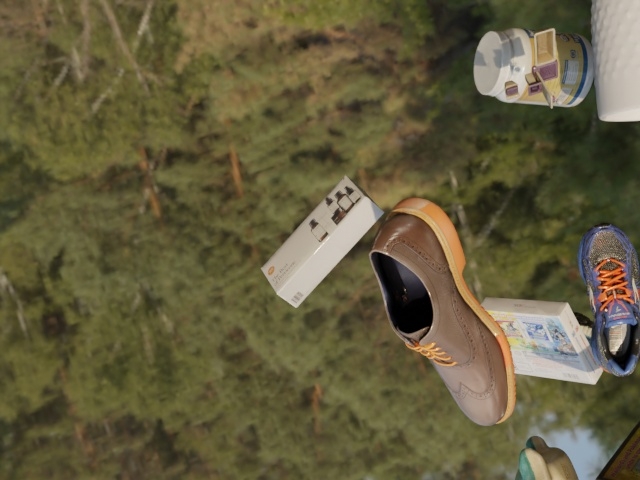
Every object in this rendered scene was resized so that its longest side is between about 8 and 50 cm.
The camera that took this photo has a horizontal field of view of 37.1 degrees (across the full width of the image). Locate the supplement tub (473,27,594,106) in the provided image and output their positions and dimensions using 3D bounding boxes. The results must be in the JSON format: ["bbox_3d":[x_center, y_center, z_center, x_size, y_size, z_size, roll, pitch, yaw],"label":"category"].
[{"bbox_3d":[0.415,-0.338,1.862,0.199,0.144,0.144,2,170,-18],"label":"supplement tub"}]

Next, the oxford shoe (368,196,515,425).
[{"bbox_3d":[0.159,0.127,1.322,0.130,0.364,0.133,-12,-156,42],"label":"oxford shoe"}]

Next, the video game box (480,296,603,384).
[{"bbox_3d":[0.435,0.197,1.902,0.205,0.187,0.048,1,-136,49],"label":"video game box"}]

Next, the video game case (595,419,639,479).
[{"bbox_3d":[0.588,0.343,1.466,0.248,0.035,0.275,3,-165,34],"label":"video game case"}]

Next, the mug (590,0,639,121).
[{"bbox_3d":[0.578,-0.371,1.471,0.276,0.328,0.374,-5,-179,-9],"label":"mug"}]

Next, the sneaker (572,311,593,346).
[{"bbox_3d":[0.525,0.195,1.915,0.063,0.073,0.162,-15,-153,-37],"label":"sneaker"}]

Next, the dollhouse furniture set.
[{"bbox_3d":[0.329,-0.254,1.446,0.091,0.081,0.114,-16,139,2],"label":"dollhouse furniture set"}]

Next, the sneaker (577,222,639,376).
[{"bbox_3d":[0.404,0.084,1.298,0.083,0.221,0.087,-12,-171,9],"label":"sneaker"}]

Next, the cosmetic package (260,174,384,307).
[{"bbox_3d":[0.000,0.000,1.744,0.239,0.060,0.099,-48,-146,7],"label":"cosmetic package"}]

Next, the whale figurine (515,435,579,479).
[{"bbox_3d":[0.471,0.528,2.045,0.141,0.216,0.272,-27,148,19],"label":"whale figurine"}]
